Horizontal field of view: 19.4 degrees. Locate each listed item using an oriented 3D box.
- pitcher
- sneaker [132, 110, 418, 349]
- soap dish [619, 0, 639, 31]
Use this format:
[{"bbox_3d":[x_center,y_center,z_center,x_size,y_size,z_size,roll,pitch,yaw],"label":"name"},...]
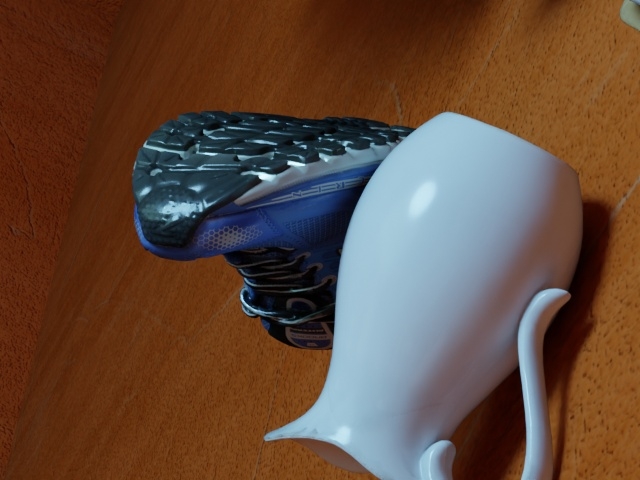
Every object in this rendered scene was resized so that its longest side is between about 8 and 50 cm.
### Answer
[{"bbox_3d":[0.080,0.047,1.014,0.178,0.125,0.207,23,88,40],"label":"pitcher"},{"bbox_3d":[0.000,0.000,1.140,0.330,0.130,0.147,-2,-79,-60],"label":"sneaker"},{"bbox_3d":[0.243,-0.192,0.758,0.291,0.118,0.229,-64,15,10],"label":"soap dish"}]
